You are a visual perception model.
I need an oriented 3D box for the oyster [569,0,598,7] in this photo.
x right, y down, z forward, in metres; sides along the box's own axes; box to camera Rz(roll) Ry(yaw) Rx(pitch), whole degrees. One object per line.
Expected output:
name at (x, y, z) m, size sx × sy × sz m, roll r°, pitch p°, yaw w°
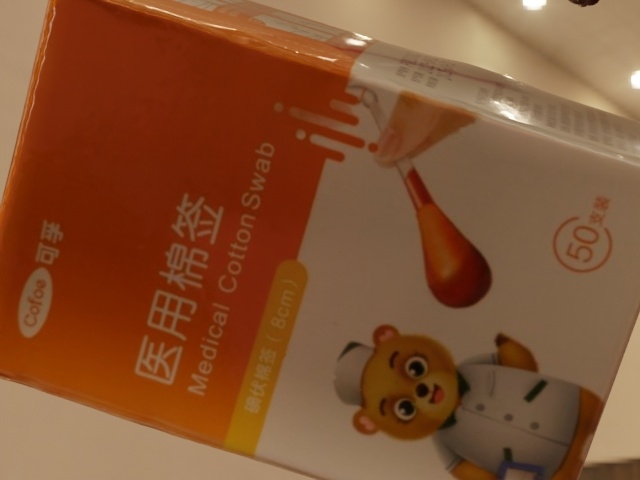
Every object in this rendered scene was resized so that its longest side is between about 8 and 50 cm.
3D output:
oyster at (0.223, -0.188, 0.759) m, size 0.361 × 0.096 × 0.221 m, roll 12°, pitch -50°, yaw -22°

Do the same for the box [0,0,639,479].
box at (0.000, 0.000, 0.792) m, size 0.341 × 0.225 × 0.143 m, roll 17°, pitch 16°, yaw 3°
